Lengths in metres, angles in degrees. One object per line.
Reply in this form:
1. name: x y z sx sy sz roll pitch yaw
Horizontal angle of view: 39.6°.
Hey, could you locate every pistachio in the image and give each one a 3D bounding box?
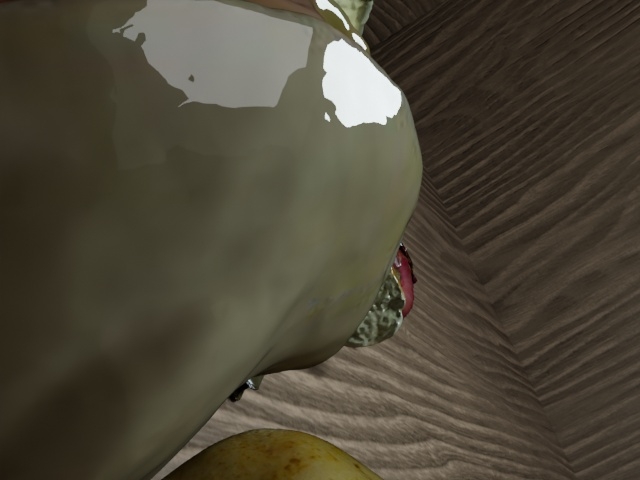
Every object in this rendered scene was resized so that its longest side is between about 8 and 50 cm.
1. pistachio: -0.136 0.012 0.493 0.445 0.365 0.281 -15 53 -36

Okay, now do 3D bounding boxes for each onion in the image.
1. onion: 0.065 0.069 1.441 0.184 0.147 0.184 10 71 -32

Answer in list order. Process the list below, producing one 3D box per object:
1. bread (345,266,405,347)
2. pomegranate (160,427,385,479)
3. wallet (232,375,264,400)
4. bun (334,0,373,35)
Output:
1. bread: -0.001 -0.004 1.266 0.314 0.171 0.192 63 6 -7
2. pomegranate: -0.025 0.250 0.566 0.264 0.264 0.264 53 17 -23
3. wallet: -0.125 0.076 0.991 0.198 0.031 0.110 57 16 -9
4. bun: -0.122 -0.253 1.025 0.202 0.364 0.364 47 11 20
